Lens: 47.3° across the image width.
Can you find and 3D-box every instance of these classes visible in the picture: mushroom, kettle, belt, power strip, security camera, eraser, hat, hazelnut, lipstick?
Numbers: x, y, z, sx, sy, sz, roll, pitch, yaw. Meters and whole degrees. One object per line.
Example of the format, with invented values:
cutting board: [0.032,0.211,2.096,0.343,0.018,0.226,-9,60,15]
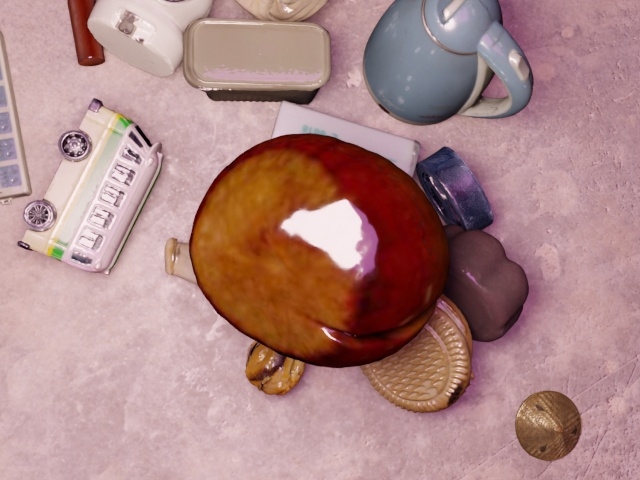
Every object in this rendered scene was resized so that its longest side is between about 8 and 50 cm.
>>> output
mushroom: [-0.143,0.085,1.428,0.352,0.097,0.109,26,70,0]
kettle: [0.257,-0.353,1.379,0.319,0.342,0.247,40,82,-3]
belt: [0.272,-0.092,1.462,0.082,0.141,0.190,-33,91,-6]
power strip: [-0.647,-0.250,1.418,0.106,0.043,0.367,-11,87,-8]
security camera: [-0.311,-0.460,1.405,0.195,0.194,0.236,28,78,-4]
eraser: [0.035,-0.148,1.460,0.290,0.104,0.189,16,93,-5]
hat: [0.477,0.382,1.487,0.146,0.067,0.145,0,86,-6]
hazelnut: [0.000,0.000,1.229,0.430,0.402,0.401,15,83,23]
lipstick: [-0.483,-0.525,1.450,0.057,0.057,0.356,-11,87,-7]

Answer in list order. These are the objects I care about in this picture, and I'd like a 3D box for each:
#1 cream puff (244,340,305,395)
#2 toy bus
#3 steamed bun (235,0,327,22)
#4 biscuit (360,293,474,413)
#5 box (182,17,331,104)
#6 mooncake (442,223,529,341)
cream puff: [-0.080,0.235,1.413,0.133,0.119,0.104,-43,114,5]
toy bus: [-0.422,-0.095,1.383,0.179,0.143,0.305,25,83,-7]
steamed bun: [-0.068,-0.626,1.394,0.352,0.339,0.247,49,46,9]
biscuit: [0.176,0.204,1.395,0.259,0.079,0.259,12,113,28]
box: [-0.124,-0.333,1.415,0.274,0.178,0.138,1,85,-6]
mooncake: [0.277,0.082,1.407,0.133,0.245,0.245,-39,91,-24]
